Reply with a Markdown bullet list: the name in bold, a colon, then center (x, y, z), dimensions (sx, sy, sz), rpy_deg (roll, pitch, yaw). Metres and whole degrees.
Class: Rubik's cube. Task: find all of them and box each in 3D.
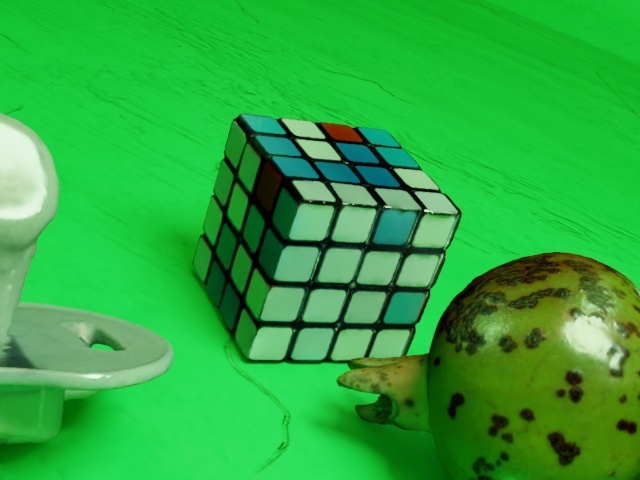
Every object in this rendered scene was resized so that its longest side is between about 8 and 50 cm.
- **Rubik's cube**: center (0.000, 0.000, 0.971), dimensions (0.154, 0.155, 0.151), rpy_deg (3, 31, -27)

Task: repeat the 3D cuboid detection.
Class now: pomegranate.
- **pomegranate**: center (0.144, 0.111, 0.841), dimensions (0.246, 0.198, 0.198), rpy_deg (-14, -2, 44)

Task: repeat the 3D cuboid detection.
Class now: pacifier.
- **pacifier**: center (-0.230, 0.020, 0.727), dimensions (0.279, 0.207, 0.227), rpy_deg (3, 12, -30)
